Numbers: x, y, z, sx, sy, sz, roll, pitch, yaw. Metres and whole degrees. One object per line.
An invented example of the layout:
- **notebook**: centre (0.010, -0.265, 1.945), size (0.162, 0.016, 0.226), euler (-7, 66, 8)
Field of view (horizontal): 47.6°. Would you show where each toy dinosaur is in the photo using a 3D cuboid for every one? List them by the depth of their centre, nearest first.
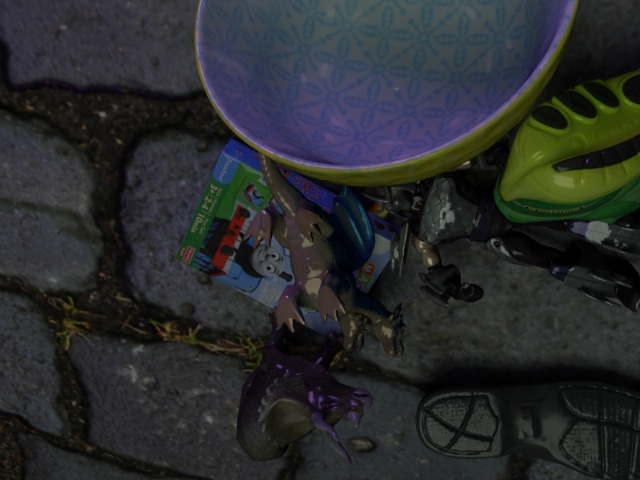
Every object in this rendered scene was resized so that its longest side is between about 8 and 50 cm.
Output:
- **toy dinosaur**: centre (-0.051, 0.187, 0.835), size (0.121, 0.160, 0.313), euler (32, 142, -8)

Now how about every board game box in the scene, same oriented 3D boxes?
- **board game box**: centre (-0.039, 0.004, 0.813), size (0.212, 0.039, 0.160), euler (27, 123, -4)

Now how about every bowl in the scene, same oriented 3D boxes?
- **bowl**: centre (0.060, -0.161, 0.596), size (0.290, 0.289, 0.156), euler (-4, 163, 17)

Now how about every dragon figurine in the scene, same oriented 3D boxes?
- **dragon figurine**: centre (0.000, 0.000, 0.726), size (0.085, 0.144, 0.289), euler (-19, 94, 24)

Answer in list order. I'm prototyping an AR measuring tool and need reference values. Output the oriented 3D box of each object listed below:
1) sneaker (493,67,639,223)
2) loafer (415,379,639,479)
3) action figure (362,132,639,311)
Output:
- **sneaker**: centre (0.264, -0.085, 0.595), size (0.296, 0.109, 0.123), euler (-14, 163, -20)
- **loafer**: centre (0.263, 0.206, 0.843), size (0.303, 0.095, 0.108), euler (3, 91, 8)
- **action figure**: centre (0.180, -0.016, 0.705), size (0.285, 0.099, 0.185), euler (14, 119, 4)
